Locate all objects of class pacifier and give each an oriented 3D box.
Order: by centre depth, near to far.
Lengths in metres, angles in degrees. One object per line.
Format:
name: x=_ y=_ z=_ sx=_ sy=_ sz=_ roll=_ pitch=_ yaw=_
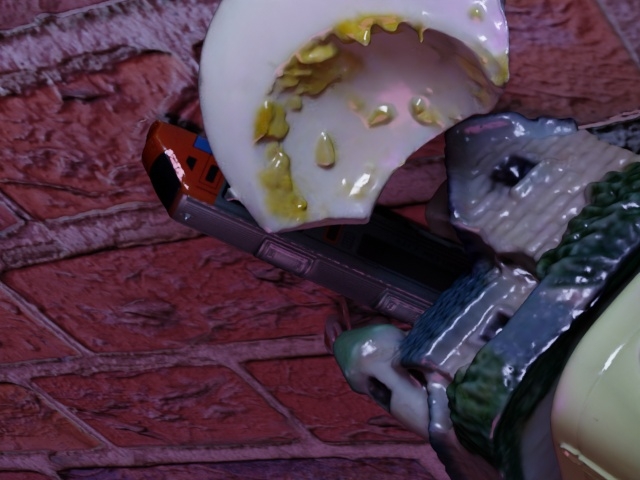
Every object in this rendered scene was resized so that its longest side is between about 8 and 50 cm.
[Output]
pacifier: x=0.044 y=0.108 z=1.686 sx=0.078 sy=0.082 sz=0.099 roll=-9 pitch=151 yaw=-9

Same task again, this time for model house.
model house: x=0.167 y=0.051 z=1.289 sx=0.284 sy=0.298 sz=0.243 roll=33 pitch=163 yaw=41

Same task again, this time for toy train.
toy train: x=0.000 y=0.000 z=1.511 sx=0.409 sy=0.089 sz=0.086 roll=23 pitch=155 yaw=-8

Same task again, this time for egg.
egg: x=0.031 y=-0.145 z=1.188 sx=0.271 sy=0.162 sz=0.206 roll=-42 pitch=83 yaw=21

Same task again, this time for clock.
clock: x=0.341 y=0.099 z=1.199 sx=0.117 sy=0.348 sz=0.286 roll=35 pitch=160 yaw=36
